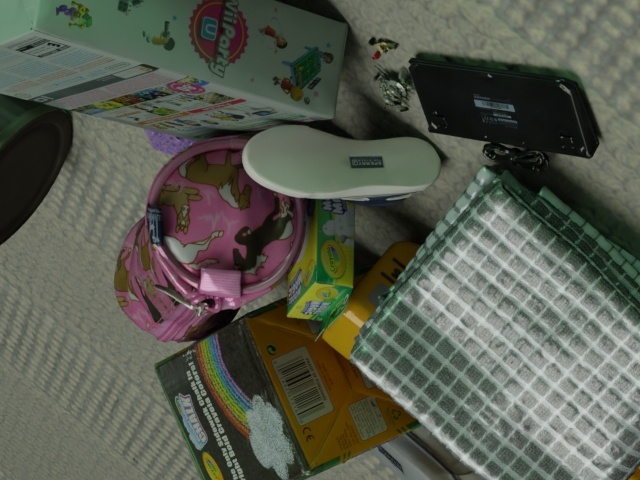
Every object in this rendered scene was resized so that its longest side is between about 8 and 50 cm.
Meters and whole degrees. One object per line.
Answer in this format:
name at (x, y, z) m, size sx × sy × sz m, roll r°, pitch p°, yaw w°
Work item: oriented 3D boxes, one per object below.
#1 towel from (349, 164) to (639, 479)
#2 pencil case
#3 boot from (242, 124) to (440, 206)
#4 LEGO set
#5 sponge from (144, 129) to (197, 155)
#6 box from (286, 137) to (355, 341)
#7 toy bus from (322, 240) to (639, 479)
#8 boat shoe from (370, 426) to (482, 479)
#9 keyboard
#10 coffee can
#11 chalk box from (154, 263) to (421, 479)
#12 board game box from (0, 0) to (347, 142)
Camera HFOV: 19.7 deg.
towel at (0.189, 0.099, 1.649) m, size 0.283 × 0.121 × 0.235 m, roll 40°, pitch 116°, yaw 4°
pencil case at (-0.120, 0.009, 1.891) m, size 0.160 × 0.167 × 0.386 m, roll 58°, pitch 166°, yaw 2°
boot at (0.010, -0.060, 1.711) m, size 0.190 × 0.069 × 0.086 m, roll 5°, pitch 162°, yaw -19°
LEGO set at (0.061, -0.143, 1.659) m, size 0.054 × 0.023 × 0.083 m, roll 1°, pitch 134°, yaw 51°
sponge at (-0.161, -0.165, 1.900) m, size 0.117 × 0.031 × 0.210 m, roll 18°, pitch 145°, yaw 38°
box at (0.000, 0.000, 1.793) m, size 0.043 × 0.179 × 0.105 m, roll 6°, pitch 157°, yaw -16°
toy bus at (0.174, 0.140, 1.819) m, size 0.332 × 0.130 × 0.108 m, roll 38°, pitch 153°, yaw 5°
boat shoe at (0.092, 0.195, 2.054) m, size 0.267 × 0.088 × 0.096 m, roll 40°, pitch 159°, yaw 42°
keyboard at (0.160, -0.107, 1.592) m, size 0.180 × 0.023 × 0.108 m, roll 14°, pitch 136°, yaw 43°
coffee can at (-0.457, -0.136, 2.130) m, size 0.275 × 0.201 × 0.201 m, roll 34°, pitch 152°, yaw 13°
chalk box at (-0.044, 0.167, 1.977) m, size 0.289 × 0.179 × 0.180 m, roll -29°, pitch 83°, yaw 58°
board game box at (-0.165, -0.173, 1.652) m, size 0.303 × 0.097 × 0.224 m, roll 14°, pitch 168°, yaw -34°
